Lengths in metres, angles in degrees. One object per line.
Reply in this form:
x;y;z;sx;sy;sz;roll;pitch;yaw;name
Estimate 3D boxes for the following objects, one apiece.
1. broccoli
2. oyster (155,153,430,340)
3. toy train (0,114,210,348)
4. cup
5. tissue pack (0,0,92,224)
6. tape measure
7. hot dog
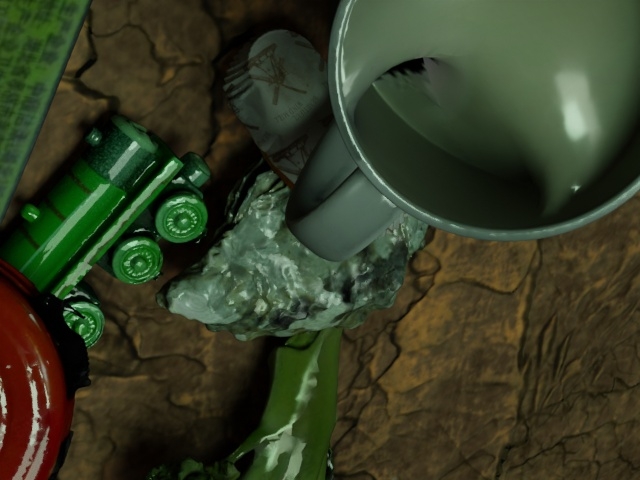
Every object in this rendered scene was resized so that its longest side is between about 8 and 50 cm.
-0.073;0.237;1.472;0.254;0.186;0.302;-28;107;-43;broccoli
0.000;0.000;1.369;0.267;0.112;0.198;-46;133;-7;oyster
-0.196;0.012;1.275;0.251;0.085;0.119;-49;123;3;toy train
0.097;-0.133;1.167;0.237;0.327;0.323;40;106;-13;cup
-0.222;-0.200;0.957;0.124;0.288;0.394;11;114;-36;tissue pack
-0.294;0.100;1.173;0.253;0.114;0.260;-44;95;3;tape measure
0.002;-0.083;1.292;0.099;0.053;0.192;-43;95;-20;hot dog
